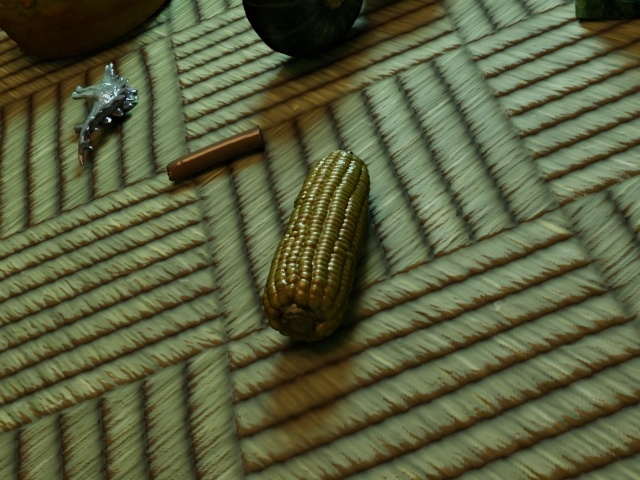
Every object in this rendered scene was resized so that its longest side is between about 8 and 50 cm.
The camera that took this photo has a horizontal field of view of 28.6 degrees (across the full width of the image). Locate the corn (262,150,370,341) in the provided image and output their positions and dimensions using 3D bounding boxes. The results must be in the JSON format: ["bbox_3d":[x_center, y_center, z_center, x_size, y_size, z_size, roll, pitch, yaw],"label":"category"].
[{"bbox_3d":[0.000,0.000,1.162,0.080,0.080,0.231,-10,37,20],"label":"corn"}]

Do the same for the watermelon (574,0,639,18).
[{"bbox_3d":[0.330,-0.355,1.386,0.094,0.154,0.241,-5,27,25],"label":"watermelon"}]

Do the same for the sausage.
[{"bbox_3d":[-0.118,-0.095,1.394,0.116,0.026,0.026,-22,36,6],"label":"sausage"}]

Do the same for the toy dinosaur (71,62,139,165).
[{"bbox_3d":[-0.273,-0.165,1.561,0.082,0.039,0.209,-12,39,15],"label":"toy dinosaur"}]

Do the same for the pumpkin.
[{"bbox_3d":[-0.021,-0.301,1.476,0.167,0.167,0.125,-36,40,-15],"label":"pumpkin"}]

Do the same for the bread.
[{"bbox_3d":[-0.341,-0.396,1.789,0.312,0.172,0.312,-14,42,13],"label":"bread"}]
